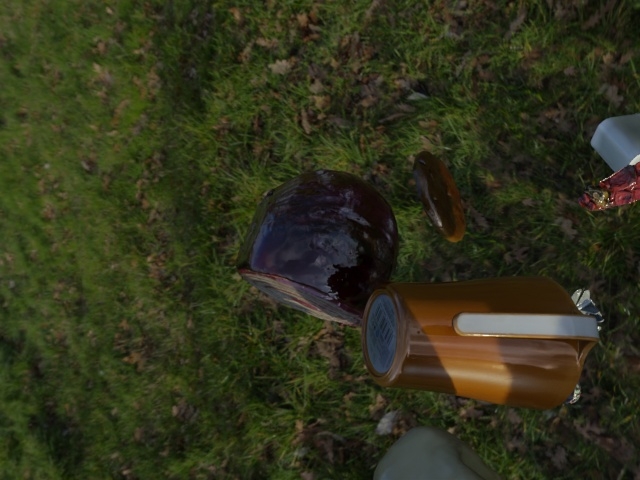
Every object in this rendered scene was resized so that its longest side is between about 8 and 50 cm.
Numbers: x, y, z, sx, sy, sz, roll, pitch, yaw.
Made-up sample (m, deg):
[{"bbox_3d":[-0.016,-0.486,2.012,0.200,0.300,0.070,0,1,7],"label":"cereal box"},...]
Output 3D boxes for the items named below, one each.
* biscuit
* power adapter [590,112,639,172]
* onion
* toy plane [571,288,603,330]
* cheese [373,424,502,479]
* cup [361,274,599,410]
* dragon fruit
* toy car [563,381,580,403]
[{"bbox_3d":[0.264,-0.097,1.144,0.036,0.212,0.212,-23,79,32],"label":"biscuit"},{"bbox_3d":[0.999,-0.270,1.629,0.187,0.124,0.255,-10,49,-7],"label":"power adapter"},{"bbox_3d":[0.000,0.000,0.975,0.281,0.337,0.260,19,76,-2],"label":"onion"},{"bbox_3d":[0.740,0.263,1.651,0.267,0.212,0.088,-30,32,18],"label":"toy plane"},{"bbox_3d":[0.208,0.369,0.457,0.129,0.328,0.351,-37,111,-2],"label":"cheese"},{"bbox_3d":[0.204,0.123,0.673,0.226,0.263,0.182,136,136,-65],"label":"cup"},{"bbox_3d":[0.792,-0.146,1.417,0.192,0.122,0.092,-21,97,14],"label":"dragon fruit"},{"bbox_3d":[0.494,0.311,1.151,0.142,0.055,0.069,10,106,51],"label":"toy car"}]
